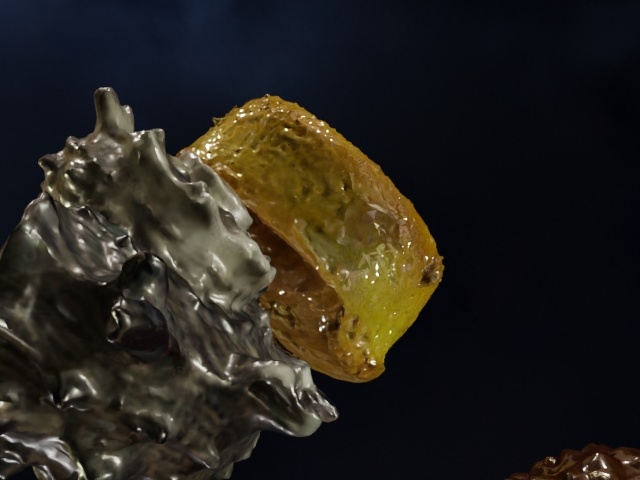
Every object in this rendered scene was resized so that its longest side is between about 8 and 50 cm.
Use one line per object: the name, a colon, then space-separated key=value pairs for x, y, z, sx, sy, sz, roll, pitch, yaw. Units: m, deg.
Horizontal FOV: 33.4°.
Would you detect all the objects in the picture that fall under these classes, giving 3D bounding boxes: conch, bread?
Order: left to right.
conch: x=-0.099 y=0.030 z=0.617 sx=0.186 sy=0.313 sz=0.240 roll=-13 pitch=-80 yaw=18
bread: x=0.001 y=0.005 z=0.868 sx=0.160 sy=0.147 sz=0.260 roll=-45 pitch=-73 yaw=-21

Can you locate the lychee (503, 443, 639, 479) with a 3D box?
lychee: x=0.127 y=0.234 z=0.514 sx=0.236 sy=0.236 sz=0.271 roll=17 pitch=-88 yaw=19
